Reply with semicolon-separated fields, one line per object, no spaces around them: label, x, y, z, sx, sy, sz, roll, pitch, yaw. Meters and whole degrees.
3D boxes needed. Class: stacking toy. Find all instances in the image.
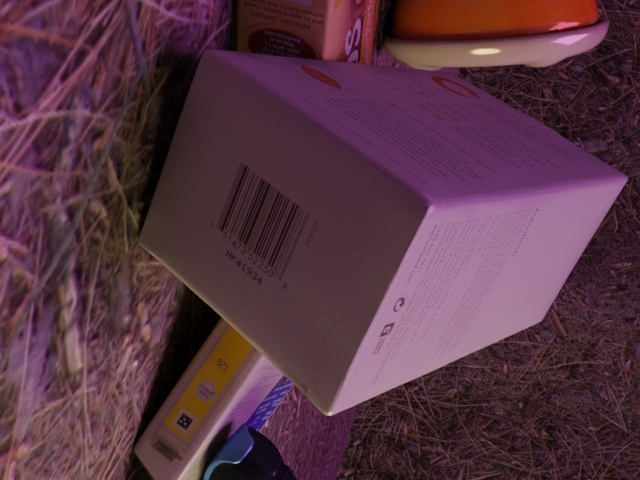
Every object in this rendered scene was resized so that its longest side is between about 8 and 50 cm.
stacking toy;0.258;-0.514;1.309;0.350;0.350;0.480;-51;139;-64

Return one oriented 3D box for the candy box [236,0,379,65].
candy box;-0.006;-0.203;0.788;0.183;0.087;0.317;-62;165;-45

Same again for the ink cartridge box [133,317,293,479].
ink cartridge box;-0.089;0.164;0.926;0.307;0.072;0.303;-53;170;1

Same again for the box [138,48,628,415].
box;0.066;-0.027;0.708;0.345;0.215;0.168;-10;131;-51

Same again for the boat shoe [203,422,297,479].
boat shoe;-0.074;0.270;0.895;0.109;0.089;0.258;-51;169;-17
